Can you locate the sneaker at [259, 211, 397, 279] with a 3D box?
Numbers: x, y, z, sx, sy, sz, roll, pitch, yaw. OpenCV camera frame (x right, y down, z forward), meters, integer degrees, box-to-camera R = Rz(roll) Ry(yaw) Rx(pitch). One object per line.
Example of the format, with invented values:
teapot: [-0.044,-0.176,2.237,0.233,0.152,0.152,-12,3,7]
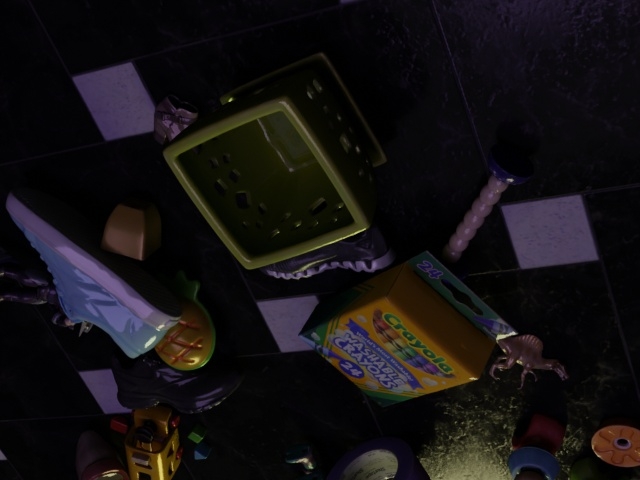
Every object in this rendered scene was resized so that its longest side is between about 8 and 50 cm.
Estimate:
sneaker: [0.000,0.000,1.586,0.234,0.078,0.106,-5,122,20]

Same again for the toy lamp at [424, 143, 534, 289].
toy lamp: [0.223,-0.019,1.480,0.080,0.080,0.275,28,132,-1]

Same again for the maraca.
maraca: [-0.253,0.145,1.785,0.127,0.099,0.186,-8,99,14]

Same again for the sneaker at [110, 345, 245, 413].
sneaker: [-0.280,0.249,1.874,0.286,0.109,0.130,-6,116,22]

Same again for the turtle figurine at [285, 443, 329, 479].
turtle figurine: [0.006,0.509,1.959,0.175,0.118,0.234,38,158,47]

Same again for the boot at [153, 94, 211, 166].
boot: [-0.210,-0.172,1.554,0.118,0.042,0.087,30,129,-4]

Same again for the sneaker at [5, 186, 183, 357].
sneaker: [-0.420,0.064,1.707,0.366,0.135,0.150,41,103,4]

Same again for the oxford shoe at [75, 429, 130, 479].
oxford shoe: [-0.472,0.529,2.179,0.123,0.130,0.348,-15,146,-21]

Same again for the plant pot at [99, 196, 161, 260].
plant pot: [-0.318,-0.026,1.687,0.081,0.081,0.083,15,112,10]

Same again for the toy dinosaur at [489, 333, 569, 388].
toy dinosaur: [0.319,0.186,1.633,0.183,0.053,0.093,30,116,-13]

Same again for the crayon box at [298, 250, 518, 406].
crayon box: [0.130,0.152,1.590,0.203,0.083,0.323,41,145,-12]

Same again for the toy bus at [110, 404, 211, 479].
toy bus: [-0.348,0.415,2.024,0.191,0.104,0.202,-32,111,36]

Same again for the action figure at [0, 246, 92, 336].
action figure: [-0.515,0.086,1.841,0.285,0.099,0.185,14,124,-5]

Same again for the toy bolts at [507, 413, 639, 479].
toy bolts: [0.433,0.400,1.671,0.228,0.158,0.218,24,131,2]

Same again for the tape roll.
tape roll: [0.105,0.457,1.825,0.189,0.189,0.080,-16,120,30]

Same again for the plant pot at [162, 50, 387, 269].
plant pot: [-0.047,-0.126,1.415,0.228,0.207,0.227,-18,118,32]
